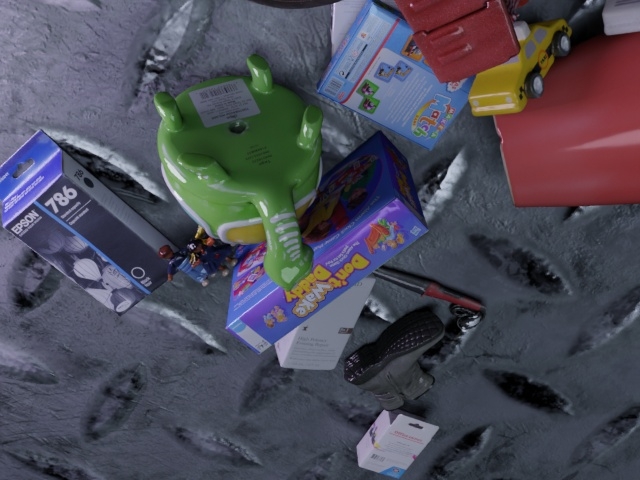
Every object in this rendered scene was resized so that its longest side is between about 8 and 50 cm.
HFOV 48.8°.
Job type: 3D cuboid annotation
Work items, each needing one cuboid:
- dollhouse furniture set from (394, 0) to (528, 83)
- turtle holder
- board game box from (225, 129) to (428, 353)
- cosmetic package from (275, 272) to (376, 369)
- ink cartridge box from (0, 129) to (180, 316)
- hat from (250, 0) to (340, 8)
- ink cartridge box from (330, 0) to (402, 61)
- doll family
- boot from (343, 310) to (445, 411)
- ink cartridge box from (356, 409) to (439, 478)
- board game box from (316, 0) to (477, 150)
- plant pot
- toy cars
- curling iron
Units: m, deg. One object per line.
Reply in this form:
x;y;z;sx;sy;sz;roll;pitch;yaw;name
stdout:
0.288;-0.353;0.837;0.374;0.201;0.152;-17;120;30;dollhouse furniture set
-0.093;-0.098;1.062;0.320;0.243;0.227;31;148;21;turtle holder
0.000;0.000;1.156;0.347;0.233;0.078;-38;116;20;board game box
0.003;0.131;1.317;0.117;0.085;0.231;6;126;-23;cosmetic package
-0.415;-0.020;1.230;0.165;0.065;0.332;-36;116;20;ink cartridge box
-0.021;-0.465;0.917;0.331;0.134;0.332;9;120;15;hat
0.118;-0.349;1.046;0.206;0.045;0.208;1;125;-2;ink cartridge box
-0.197;0.000;1.224;0.111;0.076;0.193;33;88;-42;doll family
0.181;0.246;1.424;0.246;0.083;0.161;-37;124;26;boot
0.167;0.429;1.538;0.104;0.062;0.181;22;120;-16;ink cartridge box
0.124;-0.247;1.071;0.211;0.039;0.160;24;123;-18;board game box
0.393;-0.170;1.064;0.243;0.275;0.275;-12;123;17;plant pot
0.362;-0.316;0.978;0.393;0.176;0.087;-31;122;9;toy cars
0.201;0.103;1.346;0.274;0.035;0.068;24;119;-17;curling iron
